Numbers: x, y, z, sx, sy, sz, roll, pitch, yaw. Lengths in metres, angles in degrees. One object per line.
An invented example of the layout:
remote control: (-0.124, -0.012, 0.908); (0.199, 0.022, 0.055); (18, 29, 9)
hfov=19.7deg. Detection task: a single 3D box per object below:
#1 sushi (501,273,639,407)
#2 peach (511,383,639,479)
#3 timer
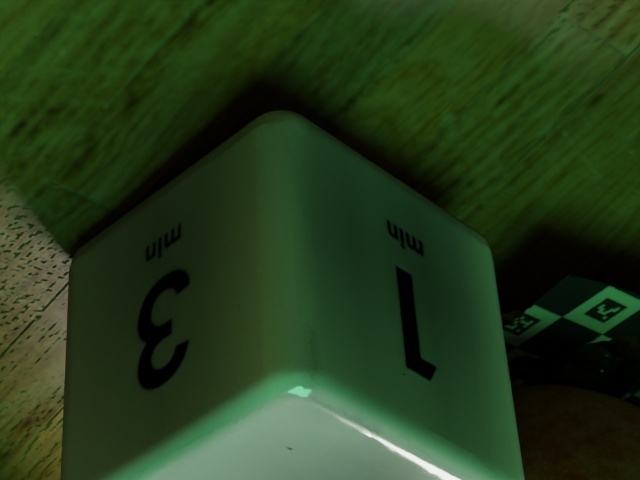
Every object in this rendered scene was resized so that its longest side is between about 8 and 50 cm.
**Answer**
sushi: (0.163, 0.082, 1.245); (0.193, 0.040, 0.210); (15, 137, -31)
peach: (0.128, 0.205, 1.158); (0.252, 0.252, 0.252); (-10, 136, -10)
timer: (-0.019, 0.078, 1.050); (0.192, 0.195, 0.194); (-34, 133, 31)
